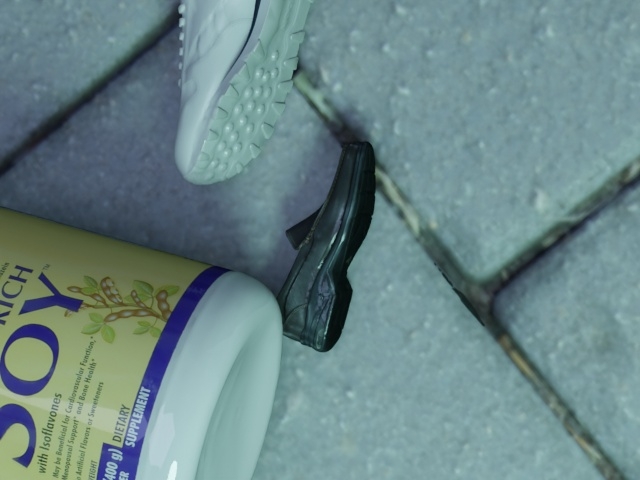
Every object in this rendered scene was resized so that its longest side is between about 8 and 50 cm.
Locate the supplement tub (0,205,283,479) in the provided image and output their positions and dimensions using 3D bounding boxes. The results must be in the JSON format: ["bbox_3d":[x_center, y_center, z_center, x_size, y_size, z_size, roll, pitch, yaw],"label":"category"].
[{"bbox_3d":[-0.218,0.103,1.354,0.331,0.241,0.241,15,93,12],"label":"supplement tub"}]

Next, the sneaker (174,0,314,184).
[{"bbox_3d":[-0.073,-0.159,1.415,0.095,0.090,0.235,20,90,24],"label":"sneaker"}]

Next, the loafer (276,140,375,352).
[{"bbox_3d":[0.000,0.000,1.402,0.061,0.062,0.170,16,92,17],"label":"loafer"}]
